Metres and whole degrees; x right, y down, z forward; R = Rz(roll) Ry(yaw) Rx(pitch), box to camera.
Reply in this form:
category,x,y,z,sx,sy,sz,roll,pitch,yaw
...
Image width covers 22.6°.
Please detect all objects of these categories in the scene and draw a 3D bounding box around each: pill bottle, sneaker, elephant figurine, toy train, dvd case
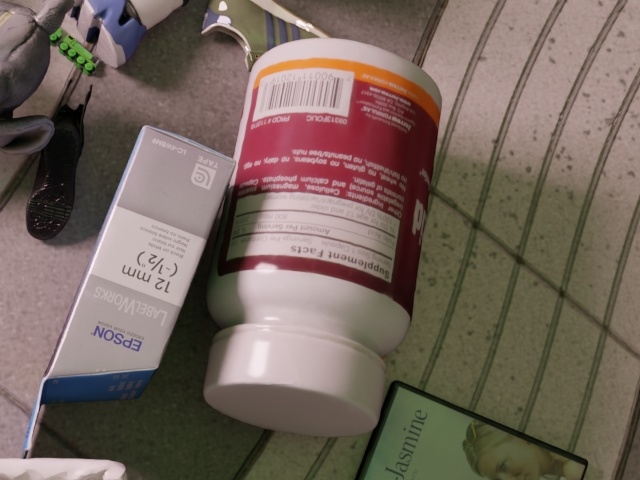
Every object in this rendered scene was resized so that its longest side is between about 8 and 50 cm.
category,x,y,z,sx,sy,sz,roll,pitch,yaw
pill bottle,0.000,0.000,1.746,0.224,0.224,0.392,13,69,-8
sneaker,-0.054,-0.228,1.894,0.192,0.064,0.086,34,82,-2
sneaker,-0.294,-0.091,1.815,0.051,0.089,0.170,13,113,-8
elephant figurine,-0.373,-0.152,1.733,0.186,0.239,0.169,12,61,0
sneaker,-0.252,-0.374,1.861,0.182,0.127,0.315,-34,93,-19
toy train,-0.292,-0.225,1.867,0.083,0.017,0.023,39,64,-1
dvd case,0.167,0.290,1.846,0.253,0.022,0.180,23,75,-5

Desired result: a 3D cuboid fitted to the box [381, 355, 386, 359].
category,x,y,z,sx,sy,sz,roll,pitch,yaw
box,0.021,0.094,1.856,0.136,0.028,0.081,44,73,-1

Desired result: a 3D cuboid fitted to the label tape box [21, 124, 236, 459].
category,x,y,z,sx,sy,sz,roll,pitch,yaw
label tape box,-0.208,0.080,1.698,0.115,0.249,0.347,20,75,-6

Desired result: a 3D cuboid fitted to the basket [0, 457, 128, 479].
category,x,y,z,sx,sy,sz,roll,pitch,yaw
basket,-0.363,0.389,1.597,0.331,0.266,0.328,1,78,-12
